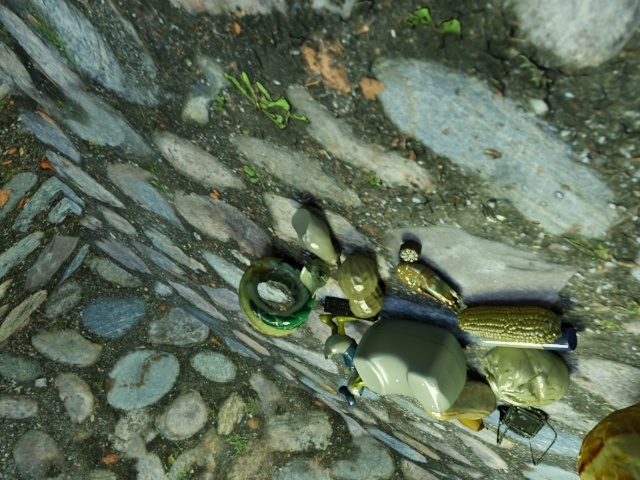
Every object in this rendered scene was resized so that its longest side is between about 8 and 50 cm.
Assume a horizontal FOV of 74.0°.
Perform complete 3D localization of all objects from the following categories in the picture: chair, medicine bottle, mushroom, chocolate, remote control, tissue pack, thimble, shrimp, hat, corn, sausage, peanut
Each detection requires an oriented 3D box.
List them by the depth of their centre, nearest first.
[{"bbox_3d":[0.470,0.209,1.080,0.091,0.091,0.260,49,149,-20],"label":"corn"},{"bbox_3d":[0.534,0.250,1.106,0.059,0.059,0.230,46,149,-21],"label":"medicine bottle"},{"bbox_3d":[0.299,0.126,1.169,0.217,0.051,0.115,35,157,-4],"label":"shrimp"},{"bbox_3d":[0.000,0.000,1.250,0.225,0.093,0.116,43,174,-34],"label":"mushroom"},{"bbox_3d":[0.124,0.148,1.309,0.136,0.120,0.299,42,162,40],"label":"peanut"},{"bbox_3d":[0.296,0.380,1.377,0.332,0.236,0.230,2,129,43],"label":"tissue pack"},{"bbox_3d":[-0.009,0.126,1.410,0.122,0.081,0.166,56,144,33],"label":"hat"},{"bbox_3d":[0.478,0.540,1.448,0.308,0.134,0.134,12,160,-25],"label":"chocolate"},{"bbox_3d":[0.696,0.624,1.465,0.140,0.221,0.145,27,108,13],"label":"chair"},{"bbox_3d":[-0.162,0.193,1.526,0.288,0.254,0.167,44,150,9],"label":"thimble"},{"bbox_3d":[0.106,0.247,1.542,0.245,0.063,0.025,4,180,44],"label":"remote control"},{"bbox_3d":[0.551,0.644,1.633,0.112,0.112,0.328,-6,132,49],"label":"sausage"}]

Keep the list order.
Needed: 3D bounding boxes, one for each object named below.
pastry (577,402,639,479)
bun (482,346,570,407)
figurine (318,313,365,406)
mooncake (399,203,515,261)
[{"bbox_3d":[0.803,0.550,0.990,0.313,0.388,0.389,50,170,47],"label":"pastry"},{"bbox_3d":[0.568,0.387,1.196,0.229,0.145,0.230,27,149,18],"label":"bun"},{"bbox_3d":[0.132,0.456,1.634,0.283,0.339,0.204,7,169,-26],"label":"figurine"},{"bbox_3d":[0.294,-0.015,0.969,0.150,0.057,0.347,19,156,1],"label":"mooncake"}]
